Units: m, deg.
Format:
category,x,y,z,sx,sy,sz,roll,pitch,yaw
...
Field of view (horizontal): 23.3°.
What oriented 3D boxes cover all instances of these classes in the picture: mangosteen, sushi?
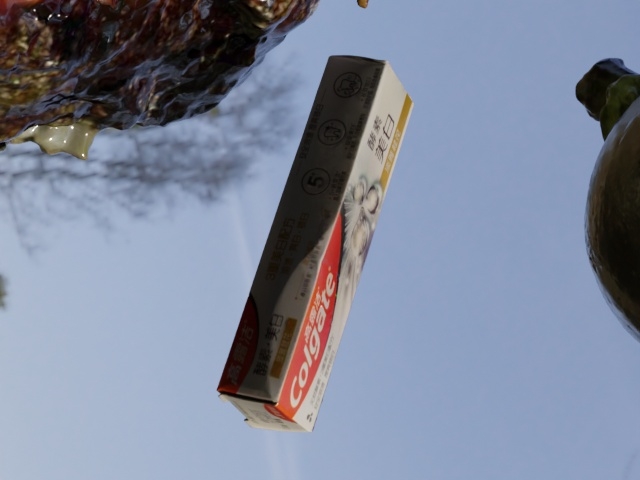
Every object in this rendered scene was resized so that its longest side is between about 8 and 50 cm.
category,x,y,z,sx,sy,sz,roll,pitch,yaw
mangosteen,0.263,-0.045,1.029,0.289,0.231,0.231,55,-31,36
sushi,-0.121,-0.159,0.877,0.182,0.343,0.196,-27,-97,46

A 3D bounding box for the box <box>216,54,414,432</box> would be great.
category,x,y,z,sx,sy,sz,roll,pitch,yaw
box,0.000,0.000,0.889,0.040,0.218,0.055,8,-23,25
